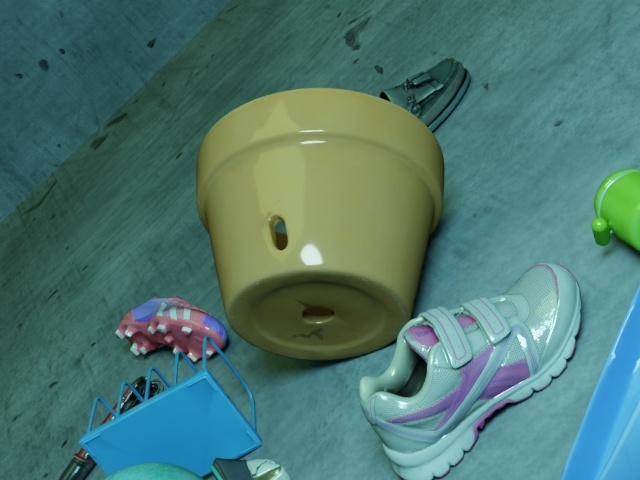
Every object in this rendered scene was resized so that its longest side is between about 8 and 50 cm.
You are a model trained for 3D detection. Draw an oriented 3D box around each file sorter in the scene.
[{"bbox_3d":[-0.173,0.208,1.212,0.170,0.118,0.104,-29,25,9],"label":"file sorter"}]

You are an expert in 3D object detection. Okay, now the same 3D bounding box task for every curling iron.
[{"bbox_3d":[-0.307,0.290,1.382,0.274,0.035,0.068,-50,27,-14],"label":"curling iron"}]

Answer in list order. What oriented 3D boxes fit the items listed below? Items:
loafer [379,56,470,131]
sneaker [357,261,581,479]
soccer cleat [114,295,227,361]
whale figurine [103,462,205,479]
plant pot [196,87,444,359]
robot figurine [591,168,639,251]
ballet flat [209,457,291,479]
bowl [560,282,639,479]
[{"bbox_3d":[0.099,-0.169,1.449,0.267,0.084,0.096,-46,27,-7],"label":"loafer"},{"bbox_3d":[0.138,0.106,0.967,0.252,0.111,0.103,-45,27,-5],"label":"sneaker"},{"bbox_3d":[-0.201,0.113,1.456,0.248,0.083,0.095,-9,38,52],"label":"soccer cleat"},{"bbox_3d":[-0.206,0.310,1.086,0.216,0.141,0.272,-35,8,-31],"label":"whale figurine"},{"bbox_3d":[0.000,0.000,1.159,0.291,0.291,0.203,-25,48,31],"label":"plant pot"},{"bbox_3d":[0.306,-0.028,0.985,0.101,0.067,0.115,-39,26,2],"label":"robot figurine"},{"bbox_3d":[-0.053,0.267,1.044,0.074,0.074,0.203,-44,26,-3],"label":"ballet flat"},{"bbox_3d":[0.256,0.048,0.679,0.077,0.391,0.391,24,60,13],"label":"bowl"}]
